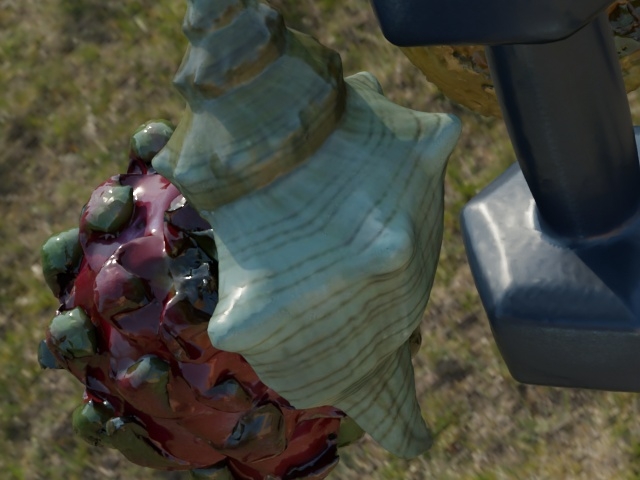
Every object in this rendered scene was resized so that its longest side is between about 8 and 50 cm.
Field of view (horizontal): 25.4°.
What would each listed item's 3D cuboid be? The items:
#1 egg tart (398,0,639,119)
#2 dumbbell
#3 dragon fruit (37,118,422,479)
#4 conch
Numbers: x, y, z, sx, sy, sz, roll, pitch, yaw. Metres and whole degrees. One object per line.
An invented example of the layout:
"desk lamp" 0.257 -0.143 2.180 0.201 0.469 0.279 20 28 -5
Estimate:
"egg tart" 0.162 -0.226 1.017 0.290 0.290 0.115 -43 18 -3
"dumbbell" 0.114 -0.070 0.672 0.160 0.325 0.144 -41 47 -15
"dragon fruit" -0.039 0.056 0.811 0.218 0.273 0.198 -45 36 -1
"conch" 0.004 -0.007 0.581 0.114 0.137 0.234 -24 94 33
